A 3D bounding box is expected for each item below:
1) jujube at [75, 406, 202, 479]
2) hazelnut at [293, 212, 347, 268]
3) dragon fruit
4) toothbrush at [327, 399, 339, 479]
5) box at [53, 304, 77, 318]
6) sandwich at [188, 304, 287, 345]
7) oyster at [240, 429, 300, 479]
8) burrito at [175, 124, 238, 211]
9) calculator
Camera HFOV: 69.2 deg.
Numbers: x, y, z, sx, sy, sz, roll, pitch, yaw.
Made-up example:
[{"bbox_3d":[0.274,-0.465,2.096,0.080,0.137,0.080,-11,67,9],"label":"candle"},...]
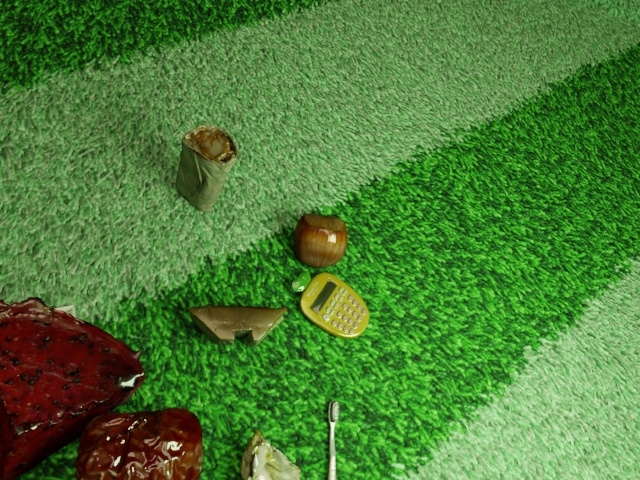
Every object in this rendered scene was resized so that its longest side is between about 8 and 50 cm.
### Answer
[{"bbox_3d":[-0.353,0.436,0.926,0.232,0.213,0.212,0,67,-19],"label":"jujube"},{"bbox_3d":[0.000,0.000,1.275,0.150,0.150,0.150,6,65,-13],"label":"hazelnut"},{"bbox_3d":[-0.587,0.288,0.993,0.329,0.228,0.286,42,35,21],"label":"dragon fruit"},{"bbox_3d":[0.028,0.536,1.091,0.025,0.029,0.307,11,65,-18],"label":"toothbrush"},{"bbox_3d":[-0.592,0.195,1.071,0.054,0.024,0.083,-8,68,-21],"label":"box"},{"bbox_3d":[-0.200,0.214,1.137,0.245,0.090,0.088,3,62,-17],"label":"sandwich"},{"bbox_3d":[-0.114,0.544,1.032,0.209,0.072,0.133,51,56,-12],"label":"oyster"},{"bbox_3d":[-0.291,-0.183,1.175,0.105,0.299,0.143,-29,83,-29],"label":"burrito"},{"bbox_3d":[0.026,0.170,1.252,0.235,0.032,0.146,36,62,0],"label":"calculator"}]
